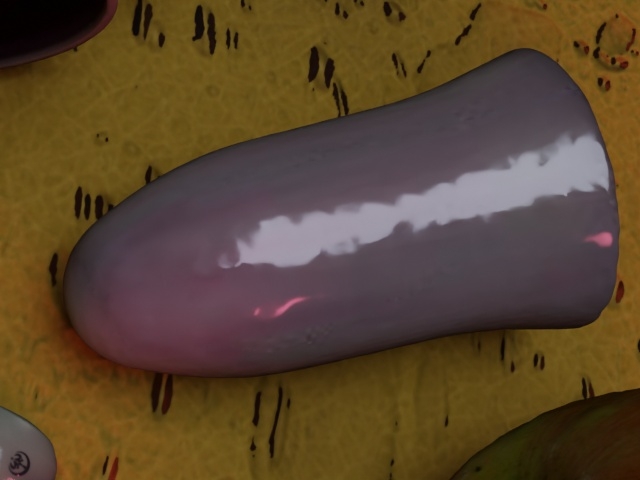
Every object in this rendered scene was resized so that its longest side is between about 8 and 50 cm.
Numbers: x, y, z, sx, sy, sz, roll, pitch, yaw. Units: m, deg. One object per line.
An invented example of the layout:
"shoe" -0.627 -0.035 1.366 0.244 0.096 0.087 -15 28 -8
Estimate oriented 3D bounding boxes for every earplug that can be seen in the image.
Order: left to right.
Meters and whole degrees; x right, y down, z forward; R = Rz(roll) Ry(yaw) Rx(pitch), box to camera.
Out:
"earplug" 0.000 0.000 0.948 0.301 0.172 0.172 -13 80 -19

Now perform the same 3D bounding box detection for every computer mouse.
"computer mouse" -0.194 0.110 0.900 0.110 0.032 0.056 29 65 -12

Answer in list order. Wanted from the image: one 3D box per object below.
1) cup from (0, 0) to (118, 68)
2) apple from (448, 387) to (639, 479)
"cup" -0.195 -0.243 0.898 0.288 0.208 0.273 -3 74 -4
"apple" 0.167 0.232 0.880 0.309 0.277 0.250 -41 109 -12
